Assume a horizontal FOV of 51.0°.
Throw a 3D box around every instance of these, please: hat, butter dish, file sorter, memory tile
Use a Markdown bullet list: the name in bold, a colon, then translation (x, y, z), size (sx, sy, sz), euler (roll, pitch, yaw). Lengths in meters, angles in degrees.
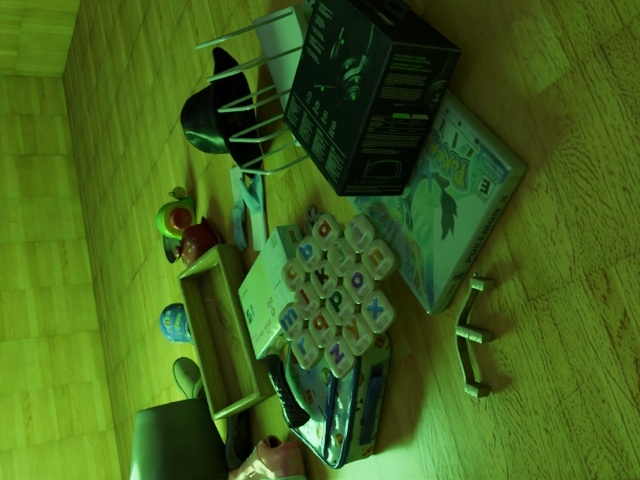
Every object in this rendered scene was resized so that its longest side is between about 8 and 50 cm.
- **hat**: translation (-0.239, -0.278, 1.525), size (0.331, 0.133, 0.332), euler (-10, -90, -80)
- **butter dish**: translation (-0.367, 0.029, 1.950), size (0.160, 0.118, 0.160), euler (47, 131, 47)
- **file sorter**: translation (-0.106, -0.289, 1.321), size (0.193, 0.173, 0.278), euler (16, 129, 60)
- **memory tile**: translation (0.000, 0.000, 1.427), size (0.148, 0.012, 0.113), euler (43, 130, 49)

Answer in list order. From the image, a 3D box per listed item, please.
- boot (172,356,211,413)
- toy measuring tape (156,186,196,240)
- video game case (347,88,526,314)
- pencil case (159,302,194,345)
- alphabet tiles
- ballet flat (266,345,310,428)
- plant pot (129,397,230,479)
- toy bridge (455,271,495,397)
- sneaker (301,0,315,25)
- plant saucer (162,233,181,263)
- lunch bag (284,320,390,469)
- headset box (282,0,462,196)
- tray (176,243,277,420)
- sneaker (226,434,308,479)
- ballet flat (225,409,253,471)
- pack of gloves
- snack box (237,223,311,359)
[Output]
- **boot**: translation (-0.341, 0.405, 1.991), size (0.236, 0.089, 0.269), euler (59, 143, 18)
- **toy measuring tape**: translation (-0.447, -0.002, 2.089), size (0.121, 0.121, 0.330), euler (2, 96, 59)
- **video game case**: translation (0.165, -0.097, 1.111), size (0.329, 0.036, 0.300), euler (58, 140, 39)
- **pencil case**: translation (-0.390, 0.251, 2.012), size (0.306, 0.119, 0.133), euler (-10, 63, 60)
- **alphabet tiles**: translation (0.027, 0.095, 1.227), size (0.284, 0.021, 0.278), euler (-53, 47, 22)
- **ballet flat**: translation (-0.066, 0.288, 1.334), size (0.173, 0.049, 0.057), euler (67, -172, 22)
- **plant pot**: translation (-0.393, 0.596, 1.861), size (0.323, 0.323, 0.281), euler (-37, 62, 55)
- **toy bridge**: translation (0.234, 0.141, 1.031), size (0.063, 0.026, 0.188), euler (14, 106, 59)
- **sneaker**: translation (0.029, -0.440, 1.234), size (0.256, 0.094, 0.151), euler (-47, 61, 55)
- **plant saucer**: translation (-0.489, -0.007, 2.243), size (0.168, 0.029, 0.169), euler (13, 105, 59)
- **lunch bag**: translation (0.028, 0.274, 1.317), size (0.243, 0.114, 0.304), euler (31, 121, 52)
- **headset box**: translation (0.071, -0.255, 1.091), size (0.246, 0.131, 0.283), euler (56, 138, 43)
- **tray**: translation (-0.249, 0.237, 1.763), size (0.202, 0.076, 0.411), euler (-35, 63, 37)
- **sneaker**: translation (-0.126, 0.546, 1.639), size (0.313, 0.115, 0.136), euler (-25, 62, 51)
- **ballet flat**: translation (-0.212, 0.518, 1.799), size (0.058, 0.084, 0.250), euler (-10, 80, 35)
- **pack of gloves**: translation (-0.202, -0.085, 1.730), size (0.195, 0.046, 0.232), euler (-7, 87, 59)
- **snack box**: translation (-0.103, 0.127, 1.561), size (0.322, 0.060, 0.187), euler (-55, 48, 50)
